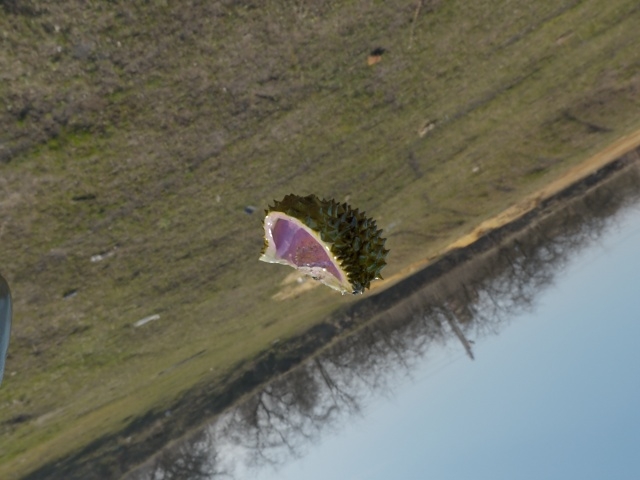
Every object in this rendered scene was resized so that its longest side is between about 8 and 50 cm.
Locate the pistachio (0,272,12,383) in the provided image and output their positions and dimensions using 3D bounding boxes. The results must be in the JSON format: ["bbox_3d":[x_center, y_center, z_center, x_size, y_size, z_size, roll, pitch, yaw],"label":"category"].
[{"bbox_3d":[-0.402,0.117,0.655,0.130,0.206,0.131,18,171,-22],"label":"pistachio"}]

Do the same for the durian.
[{"bbox_3d":[0.000,0.000,0.898,0.165,0.132,0.182,5,-172,-18],"label":"durian"}]
